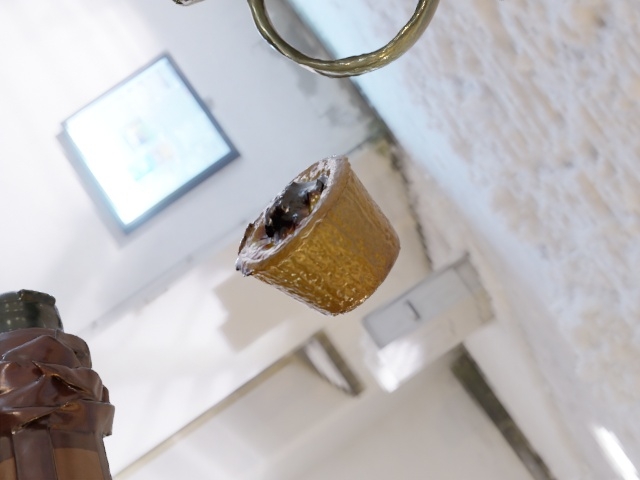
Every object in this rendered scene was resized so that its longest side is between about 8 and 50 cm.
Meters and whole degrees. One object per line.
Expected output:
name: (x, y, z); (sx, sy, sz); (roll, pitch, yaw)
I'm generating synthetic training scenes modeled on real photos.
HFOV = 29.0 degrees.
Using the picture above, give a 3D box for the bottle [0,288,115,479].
bottle: (-0.249, 0.172, 1.081); (0.143, 0.156, 0.271); (15, -135, -41)

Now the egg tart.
egg tart: (0.000, 0.000, 1.663); (0.171, 0.215, 0.215); (43, -178, -18)

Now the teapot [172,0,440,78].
teapot: (0.032, -0.277, 1.079); (0.200, 0.337, 0.270); (30, -116, -74)
